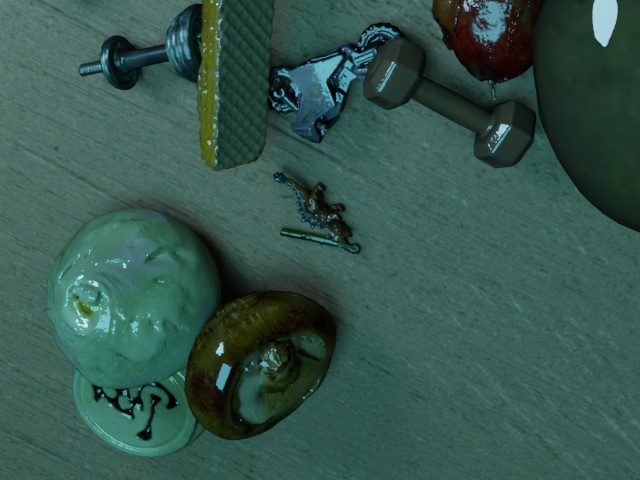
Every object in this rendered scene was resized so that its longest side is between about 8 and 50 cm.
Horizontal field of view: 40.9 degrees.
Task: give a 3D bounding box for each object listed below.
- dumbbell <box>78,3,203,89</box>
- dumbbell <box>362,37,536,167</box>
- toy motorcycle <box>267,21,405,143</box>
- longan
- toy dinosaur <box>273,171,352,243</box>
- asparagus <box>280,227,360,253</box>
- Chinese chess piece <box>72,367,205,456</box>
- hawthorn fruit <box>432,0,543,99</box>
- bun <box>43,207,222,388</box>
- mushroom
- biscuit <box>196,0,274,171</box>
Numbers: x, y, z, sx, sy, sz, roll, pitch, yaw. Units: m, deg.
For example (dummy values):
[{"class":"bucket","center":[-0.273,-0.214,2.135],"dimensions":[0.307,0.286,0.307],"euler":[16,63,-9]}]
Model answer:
[{"class":"dumbbell","center":[-0.237,-0.259,1.206],"dimensions":[0.254,0.110,0.110],"euler":[-6,112,25]},{"class":"dumbbell","center":[0.166,-0.174,1.100],"dimensions":[0.230,0.092,0.082],"euler":[26,83,-16]},{"class":"toy motorcycle","center":[0.025,-0.207,1.162],"dimensions":[0.215,0.080,0.122],"euler":[-19,107,20]},{"class":"longan","center":[0.408,-0.193,0.909],"dimensions":[0.404,0.336,0.405],"euler":[-1,98,-9]},{"class":"toy dinosaur","center":[-0.008,-0.050,1.262],"dimensions":[0.154,0.049,0.055],"euler":[42,122,-11]},{"class":"asparagus","center":[0.000,0.000,1.300],"dimensions":[0.127,0.015,0.018],"euler":[14,126,11]},{"class":"Chinese chess piece","center":[-0.296,0.248,1.455],"dimensions":[0.250,0.101,0.250],"euler":[6,115,13]},{"class":"hawthorn fruit","center":[0.211,-0.258,1.042],"dimensions":[0.148,0.148,0.172],"euler":[0,107,16]},{"class":"bun","center":[-0.290,0.082,1.285],"dimensions":[0.283,0.179,0.283],"euler":[0,83,3]},{"class":"mushroom","center":[-0.089,0.185,1.297],"dimensions":[0.153,0.253,0.253],"euler":[44,126,35]},{"class":"biscuit","center":[-0.108,-0.274,1.114],"dimensions":[0.054,0.094,0.379],"euler":[33,128,42]}]
